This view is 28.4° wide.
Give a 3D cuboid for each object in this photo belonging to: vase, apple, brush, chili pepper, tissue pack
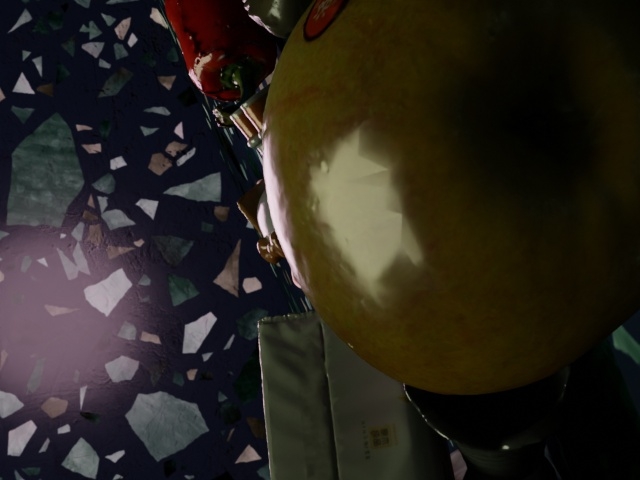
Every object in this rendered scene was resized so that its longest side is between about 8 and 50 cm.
[{"bbox_3d":[0.127,0.138,0.896,0.237,0.115,0.115,71,172,-58],"label":"vase"},{"bbox_3d":[0.063,-0.034,0.500,0.182,0.182,0.155,66,159,3],"label":"apple"},{"bbox_3d":[-0.037,-0.245,1.070,0.301,0.071,0.084,-108,13,-66],"label":"brush"},{"bbox_3d":[-0.124,-0.267,1.459,0.110,0.110,0.388,76,174,-55],"label":"chili pepper"},{"bbox_3d":[0.036,0.182,0.970,0.185,0.124,0.225,59,-159,-60],"label":"tissue pack"}]

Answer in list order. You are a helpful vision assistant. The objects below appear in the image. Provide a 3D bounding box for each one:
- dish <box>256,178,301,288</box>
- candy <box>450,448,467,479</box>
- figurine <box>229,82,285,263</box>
[{"bbox_3d":[0.000,0.000,1.487,0.212,0.077,0.151,-134,23,-71],"label":"dish"},{"bbox_3d":[0.149,0.331,1.123,0.289,0.157,0.214,66,164,-17],"label":"candy"},{"bbox_3d":[0.019,-0.007,1.049,0.143,0.143,0.271,161,86,-83],"label":"figurine"}]
